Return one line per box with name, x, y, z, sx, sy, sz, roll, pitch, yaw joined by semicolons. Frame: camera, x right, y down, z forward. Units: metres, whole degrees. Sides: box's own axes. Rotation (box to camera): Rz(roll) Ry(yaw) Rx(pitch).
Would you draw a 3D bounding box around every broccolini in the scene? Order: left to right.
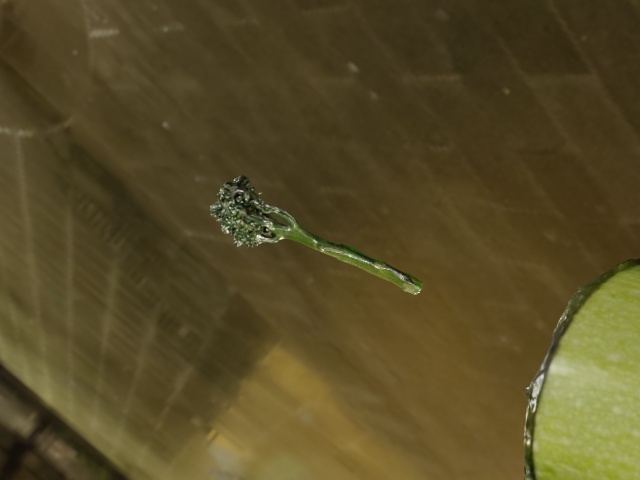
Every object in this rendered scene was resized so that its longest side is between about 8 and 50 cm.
broccolini;0.000;0.002;1.387;0.254;0.071;0.057;21;-168;-8

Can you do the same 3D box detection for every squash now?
squash;0.244;0.130;0.876;0.133;0.220;0.220;20;154;37
